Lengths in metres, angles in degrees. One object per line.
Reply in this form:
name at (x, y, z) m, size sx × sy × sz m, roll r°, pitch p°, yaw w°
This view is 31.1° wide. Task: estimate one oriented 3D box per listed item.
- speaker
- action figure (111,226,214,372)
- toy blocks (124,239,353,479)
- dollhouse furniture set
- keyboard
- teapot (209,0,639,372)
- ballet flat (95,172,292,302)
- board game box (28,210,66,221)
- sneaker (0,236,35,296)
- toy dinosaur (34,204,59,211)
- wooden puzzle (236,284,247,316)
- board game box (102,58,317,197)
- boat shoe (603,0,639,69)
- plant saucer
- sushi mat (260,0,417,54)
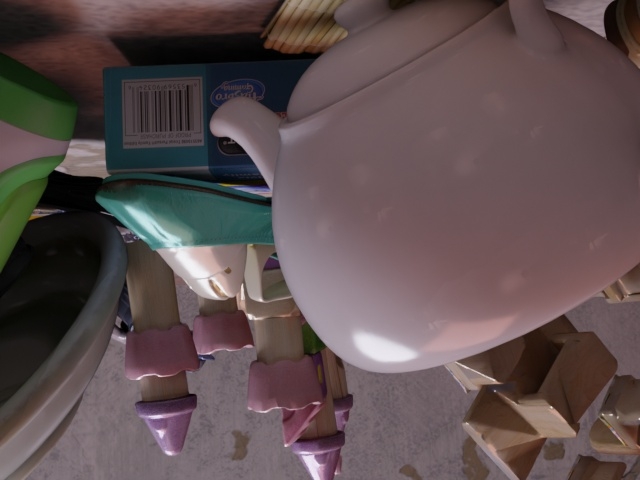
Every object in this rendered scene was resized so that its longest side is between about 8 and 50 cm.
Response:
speaker at (-0.276, 0.014, 0.760) m, size 0.131 × 0.296 × 0.131 m, roll 29°, pitch -172°, yaw -4°
action figure at (-0.317, 0.096, 1.490) m, size 0.341 × 0.330 × 0.178 m, roll 29°, pitch 176°, yaw 28°
toy blocks at (-0.001, 0.111, 1.085) m, size 0.309 × 0.260 × 0.288 m, roll -8°, pitch 178°, yaw 10°
dollhouse furniture set at (0.288, 0.125, 1.512) m, size 0.362 × 0.394 × 0.256 m, roll 48°, pitch 148°, yaw -20°
keyboard at (-0.267, -0.059, 1.014) m, size 0.317 × 0.033 × 0.201 m, roll 16°, pitch 174°, yaw -24°
teapot at (0.071, -0.059, 0.647) m, size 0.256 × 0.187 × 0.252 m, roll -28°, pitch -169°, yaw 5°
ballet flat at (-0.054, 0.002, 0.839) m, size 0.083 × 0.087 × 0.247 m, roll -3°, pitch 176°, yaw 43°
board game box at (-0.410, 0.009, 1.428) m, size 0.201 × 0.136 × 0.035 m, roll -1°, pitch 174°, yaw -1°
sneaker at (-0.380, -0.005, 0.994) m, size 0.331 × 0.122 × 0.146 m, roll 4°, pitch 135°, yaw 43°
toy dinosaur at (-0.413, 0.004, 1.215) m, size 0.314 × 0.160 × 0.121 m, roll -5°, pitch -175°, yaw 2°
wooden puzzle at (0.000, 0.000, 1.268) m, size 0.239 × 0.221 × 0.044 m, roll 1°, pitch -143°, yaw -6°
board game box at (-0.015, -0.077, 0.946) m, size 0.254 × 0.079 × 0.336 m, roll -2°, pitch 177°, yaw 3°
boat shoe at (0.275, -0.129, 0.741) m, size 0.190 × 0.068 × 0.072 m, roll 2°, pitch 161°, yaw -33°
plant saucer at (-0.312, 0.137, 0.963) m, size 0.400 × 0.100 × 0.400 m, roll -25°, pitch -152°, yaw 14°
sushi mat at (0.068, -0.152, 0.647) m, size 0.151 × 0.019 × 0.316 m, roll -2°, pitch 174°, yaw -14°
